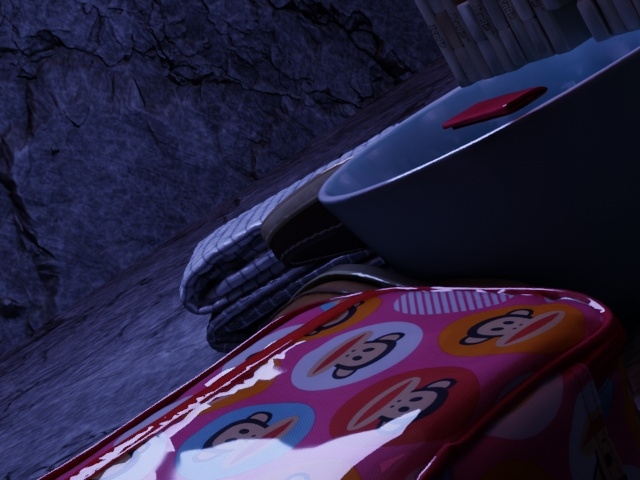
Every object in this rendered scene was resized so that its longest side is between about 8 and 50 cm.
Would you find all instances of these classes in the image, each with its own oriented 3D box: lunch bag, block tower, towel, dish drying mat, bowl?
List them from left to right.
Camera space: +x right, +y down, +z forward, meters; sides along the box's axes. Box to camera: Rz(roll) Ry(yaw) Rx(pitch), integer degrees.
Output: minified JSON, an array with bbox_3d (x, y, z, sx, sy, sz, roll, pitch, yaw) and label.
[{"bbox_3d":[-0.016,0.125,0.634,0.293,0.120,0.258,-32,20,-36],"label":"lunch bag"},{"bbox_3d":[0.000,0.000,1.440,0.284,0.121,0.235,-31,7,6],"label":"towel"},{"bbox_3d":[0.103,-0.079,0.832,0.032,0.008,0.083,-33,8,-19],"label":"dish drying mat"},{"bbox_3d":[0.170,-0.039,0.947,0.312,0.163,0.311,-28,9,5],"label":"bowl"},{"bbox_3d":[0.178,-0.182,0.892,0.091,0.097,0.335,-34,11,-20],"label":"block tower"}]

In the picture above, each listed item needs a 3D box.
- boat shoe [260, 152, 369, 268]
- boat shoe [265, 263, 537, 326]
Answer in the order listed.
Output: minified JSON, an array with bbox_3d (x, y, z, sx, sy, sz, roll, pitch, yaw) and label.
[{"bbox_3d":[0.116,-0.025,1.170,0.342,0.123,0.123,-18,-14,12],"label":"boat shoe"},{"bbox_3d":[0.026,0.082,0.894,0.104,0.110,0.307,-34,9,-30],"label":"boat shoe"}]
